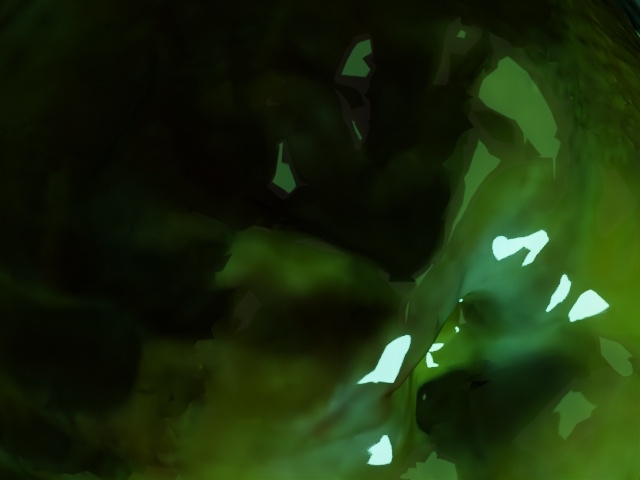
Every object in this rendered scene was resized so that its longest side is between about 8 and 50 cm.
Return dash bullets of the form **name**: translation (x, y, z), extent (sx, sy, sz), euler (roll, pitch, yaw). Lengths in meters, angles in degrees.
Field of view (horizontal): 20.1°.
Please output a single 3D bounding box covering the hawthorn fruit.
- **hawthorn fruit**: translation (0.000, 0.000, 0.938), extent (0.471, 0.472, 0.472), euler (17, 61, -34)
